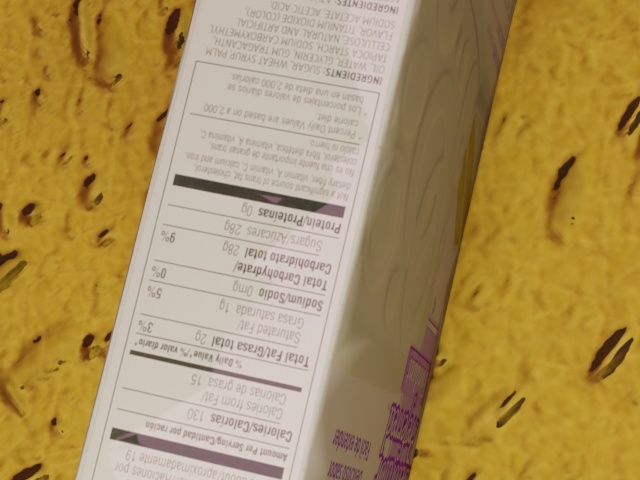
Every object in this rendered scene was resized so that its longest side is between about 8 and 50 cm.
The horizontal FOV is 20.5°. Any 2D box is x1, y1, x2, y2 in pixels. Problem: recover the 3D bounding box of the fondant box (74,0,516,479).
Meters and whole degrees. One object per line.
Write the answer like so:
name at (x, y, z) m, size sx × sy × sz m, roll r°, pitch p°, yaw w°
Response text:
fondant box at (0.000, 0.000, 0.790) m, size 0.096 × 0.238 × 0.330 m, roll 12°, pitch 82°, yaw 14°
